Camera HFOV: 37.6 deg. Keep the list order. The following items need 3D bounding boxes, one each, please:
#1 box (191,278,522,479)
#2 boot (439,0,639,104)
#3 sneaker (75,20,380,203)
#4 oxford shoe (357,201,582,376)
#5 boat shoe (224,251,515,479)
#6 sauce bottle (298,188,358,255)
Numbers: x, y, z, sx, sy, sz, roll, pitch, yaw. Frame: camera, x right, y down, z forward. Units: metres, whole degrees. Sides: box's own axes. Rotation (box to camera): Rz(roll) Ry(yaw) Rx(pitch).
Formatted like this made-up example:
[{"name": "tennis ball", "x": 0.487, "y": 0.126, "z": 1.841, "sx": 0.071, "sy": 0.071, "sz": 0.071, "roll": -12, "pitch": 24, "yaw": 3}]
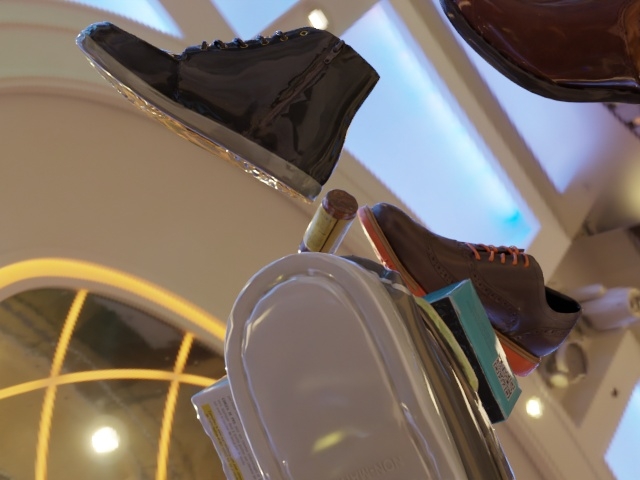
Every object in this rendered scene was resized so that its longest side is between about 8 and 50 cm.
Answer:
[{"name": "box", "x": 0.024, "y": 0.122, "z": 0.741, "sx": 0.100, "sy": 0.244, "sz": 0.060, "roll": 65, "pitch": -155, "yaw": -1}, {"name": "boot", "x": 0.234, "y": -0.201, "z": 0.571, "sx": 0.264, "sy": 0.280, "sz": 0.096, "roll": 33, "pitch": -146, "yaw": 17}, {"name": "sneaker", "x": -0.070, "y": -0.131, "z": 0.724, "sx": 0.222, "sy": 0.083, "sz": 0.118, "roll": 31, "pitch": -96, "yaw": 4}, {"name": "oxford shoe", "x": 0.141, "y": 0.027, "z": 0.873, "sx": 0.271, "sy": 0.098, "sz": 0.097, "roll": 34, "pitch": -159, "yaw": -36}, {"name": "boat shoe", "x": 0.048, "y": 0.150, "z": 0.400, "sx": 0.091, "sy": 0.109, "sz": 0.305, "roll": 6, "pitch": -116, "yaw": -62}, {"name": "sauce bottle", "x": 0.000, "y": 0.000, "z": 1.035, "sx": 0.042, "sy": 0.128, "sz": 0.042, "roll": 18, "pitch": -139, "yaw": -16}]
